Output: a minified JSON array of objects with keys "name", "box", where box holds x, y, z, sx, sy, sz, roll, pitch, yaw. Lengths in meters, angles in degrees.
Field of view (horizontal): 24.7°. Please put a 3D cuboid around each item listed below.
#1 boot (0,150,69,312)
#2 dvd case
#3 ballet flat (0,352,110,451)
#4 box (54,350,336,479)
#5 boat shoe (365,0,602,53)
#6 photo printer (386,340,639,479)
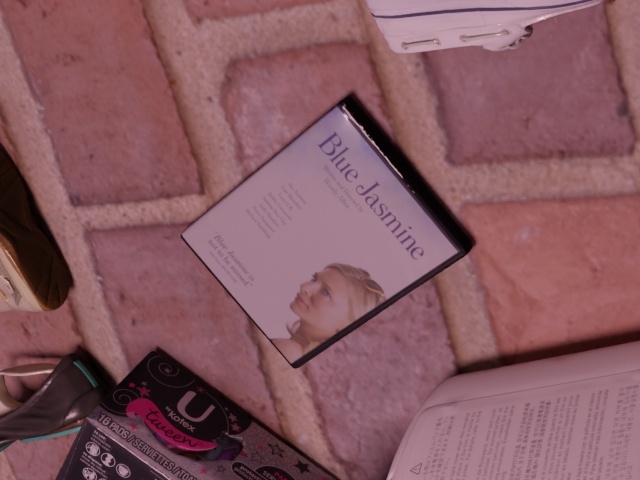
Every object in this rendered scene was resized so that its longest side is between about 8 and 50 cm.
[{"name":"boot","box":[-0.379,-0.007,1.558,0.165,0.077,0.213,-13,112,35]},{"name":"dvd case","box":[0.000,0.000,1.393,0.253,0.022,0.180,-37,95,37]},{"name":"ballet flat","box":[-0.354,0.196,1.654,0.280,0.095,0.096,-24,93,25]},{"name":"box","box":[-0.135,0.264,1.534,0.247,0.142,0.163,34,126,5]},{"name":"boat shoe","box":[0.144,-0.193,1.186,0.226,0.083,0.075,5,130,39]},{"name":"photo printer","box":[0.190,0.218,1.270,0.308,0.256,0.107,-15,128,33]}]
